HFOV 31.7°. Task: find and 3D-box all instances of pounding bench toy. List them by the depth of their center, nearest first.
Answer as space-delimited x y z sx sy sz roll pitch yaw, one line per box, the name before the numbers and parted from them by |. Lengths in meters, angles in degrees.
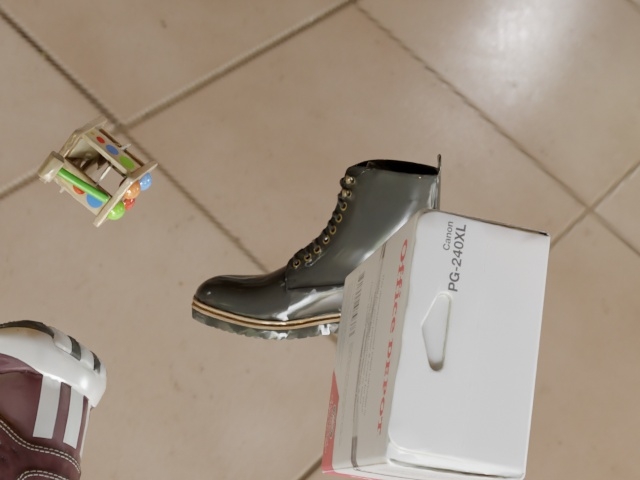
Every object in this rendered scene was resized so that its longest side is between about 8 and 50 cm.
pounding bench toy | -0.171 -0.046 0.853 0.065 0.052 0.083 41 23 -3

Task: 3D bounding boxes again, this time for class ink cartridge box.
ink cartridge box | 0.049 0.058 0.531 0.063 0.150 0.109 11 76 -8

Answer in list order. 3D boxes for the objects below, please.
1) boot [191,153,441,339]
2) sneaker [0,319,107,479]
boot | 0.000 0.000 0.848 0.198 0.137 0.077 -1 18 4
sneaker | -0.247 0.165 0.647 0.106 0.281 0.162 39 34 -39
